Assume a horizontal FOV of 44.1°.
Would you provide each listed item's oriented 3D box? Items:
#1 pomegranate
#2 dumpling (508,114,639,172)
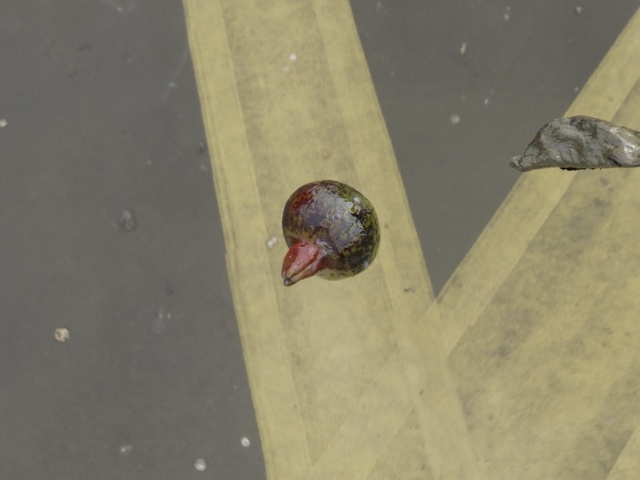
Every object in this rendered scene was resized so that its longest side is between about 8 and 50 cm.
[{"bbox_3d":[0.000,0.000,1.560,0.214,0.214,0.248,35,56,16],"label":"pomegranate"},{"bbox_3d":[0.568,-0.219,1.672,0.332,0.086,0.166,5,49,39],"label":"dumpling"}]
